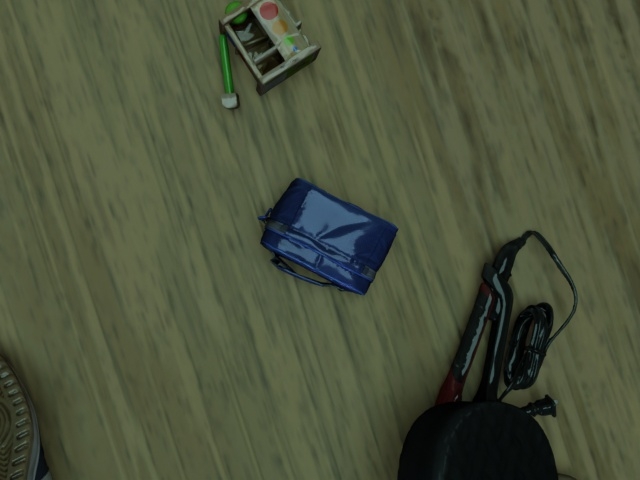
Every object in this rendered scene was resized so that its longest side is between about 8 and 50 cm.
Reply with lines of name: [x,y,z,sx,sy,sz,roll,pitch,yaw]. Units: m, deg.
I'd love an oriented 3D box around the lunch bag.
lunch bag: [0.000,0.000,0.798,0.098,0.067,0.065,26,86,-3]

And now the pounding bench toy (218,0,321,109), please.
pounding bench toy: [-0.053,-0.144,0.803,0.083,0.052,0.065,-34,92,-5]

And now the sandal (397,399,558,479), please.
sandal: [0.096,0.335,0.730,0.168,0.107,0.445,16,69,-36]

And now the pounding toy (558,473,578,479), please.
pounding toy: [0.216,0.309,0.808,0.237,0.110,0.183,43,97,26]

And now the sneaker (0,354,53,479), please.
sneaker: [-0.209,0.220,0.770,0.099,0.153,0.282,-24,60,-1]

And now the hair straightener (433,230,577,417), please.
hair straightener: [0.140,0.104,0.826,0.089,0.047,0.230,19,83,-5]
